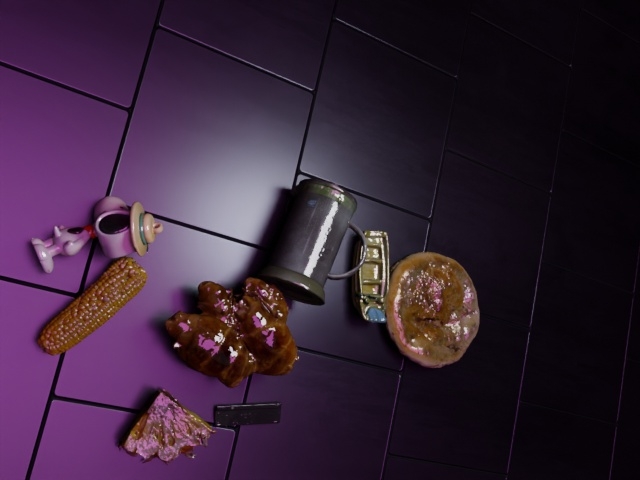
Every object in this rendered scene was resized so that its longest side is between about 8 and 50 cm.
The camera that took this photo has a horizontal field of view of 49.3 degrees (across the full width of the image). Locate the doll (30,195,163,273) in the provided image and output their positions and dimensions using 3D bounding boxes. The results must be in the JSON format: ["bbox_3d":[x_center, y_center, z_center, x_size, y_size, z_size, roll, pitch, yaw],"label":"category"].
[{"bbox_3d":[-0.540,0.001,1.690,0.271,0.208,0.144,-39,141,-30],"label":"doll"}]

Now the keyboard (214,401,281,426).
[{"bbox_3d":[-0.198,0.477,1.921,0.195,0.018,0.060,5,91,-27],"label":"keyboard"}]

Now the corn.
[{"bbox_3d":[-0.554,0.165,1.710,0.313,0.102,0.102,-47,107,-20],"label":"corn"}]

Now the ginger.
[{"bbox_3d":[-0.227,0.241,1.824,0.357,0.152,0.274,-4,101,-20],"label":"ginger"}]

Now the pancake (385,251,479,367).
[{"bbox_3d":[0.360,0.218,2.200,0.386,0.082,0.387,4,81,-30],"label":"pancake"}]

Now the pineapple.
[{"bbox_3d":[-0.390,0.471,1.766,0.236,0.114,0.186,-2,87,-25],"label":"pineapple"}]

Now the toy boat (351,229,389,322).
[{"bbox_3d":[0.150,0.110,2.101,0.111,0.084,0.277,4,81,-25],"label":"toy boat"}]

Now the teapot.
[{"bbox_3d":[0.000,0.000,1.944,0.270,0.200,0.337,18,73,11],"label":"teapot"}]
